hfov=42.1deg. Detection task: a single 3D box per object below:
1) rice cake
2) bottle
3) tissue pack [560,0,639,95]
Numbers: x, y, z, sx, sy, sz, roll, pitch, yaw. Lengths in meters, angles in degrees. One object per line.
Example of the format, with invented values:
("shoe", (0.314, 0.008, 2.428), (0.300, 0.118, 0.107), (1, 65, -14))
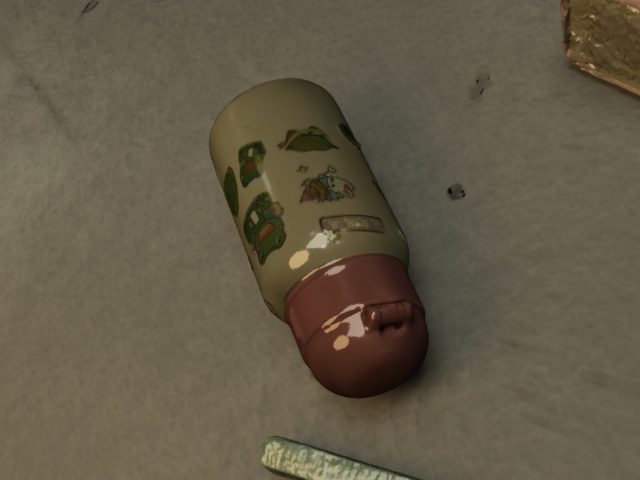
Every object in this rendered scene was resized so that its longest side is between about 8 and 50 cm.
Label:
("rice cake", (0.035, 0.168, 0.571), (0.170, 0.033, 0.029), (10, 69, 25))
("bottle", (0.000, 0.000, 0.633), (0.120, 0.120, 0.253), (-26, 56, 5))
("tissue pack", (0.341, -0.221, 0.629), (0.271, 0.124, 0.201), (-47, 53, -8))
